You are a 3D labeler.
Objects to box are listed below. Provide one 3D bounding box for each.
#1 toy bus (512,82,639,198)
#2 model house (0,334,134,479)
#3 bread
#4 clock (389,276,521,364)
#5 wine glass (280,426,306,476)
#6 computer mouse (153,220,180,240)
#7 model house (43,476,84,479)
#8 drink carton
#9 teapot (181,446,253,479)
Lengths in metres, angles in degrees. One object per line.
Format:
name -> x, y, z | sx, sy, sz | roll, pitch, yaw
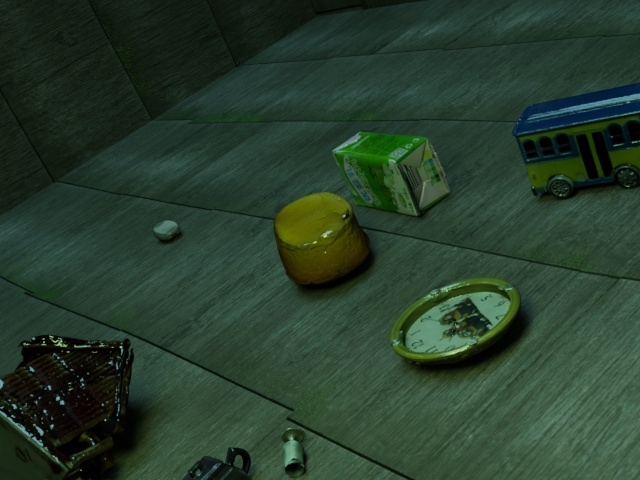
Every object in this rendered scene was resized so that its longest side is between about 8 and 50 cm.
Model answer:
toy bus -> 0.544, -0.199, 1.780 | 0.287, 0.175, 0.138 | -8, 28, 34
model house -> -0.480, 0.334, 1.719 | 0.282, 0.297, 0.317 | -37, -13, -44
bread -> 0.000, 0.000, 1.950 | 0.195, 0.143, 0.270 | -24, 26, -3
clock -> 0.232, 0.145, 1.533 | 0.237, 0.057, 0.237 | -22, 22, 9
wine glass -> -0.040, 0.335, 1.436 | 0.039, 0.042, 0.083 | -59, 18, 21
computer mouse -> -0.430, -0.023, 2.555 | 0.066, 0.039, 0.096 | -39, 35, -27
model house -> -0.353, 0.426, 1.377 | 0.176, 0.181, 0.248 | -26, 25, -1
drink carton -> 0.157, -0.158, 2.095 | 0.108, 0.161, 0.271 | -37, 26, -23
teapot -> -0.174, 0.382, 1.395 | 0.087, 0.096, 0.177 | 1, 35, 46
